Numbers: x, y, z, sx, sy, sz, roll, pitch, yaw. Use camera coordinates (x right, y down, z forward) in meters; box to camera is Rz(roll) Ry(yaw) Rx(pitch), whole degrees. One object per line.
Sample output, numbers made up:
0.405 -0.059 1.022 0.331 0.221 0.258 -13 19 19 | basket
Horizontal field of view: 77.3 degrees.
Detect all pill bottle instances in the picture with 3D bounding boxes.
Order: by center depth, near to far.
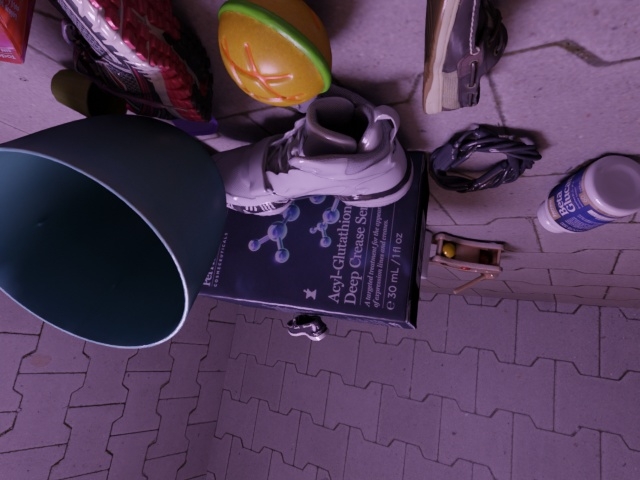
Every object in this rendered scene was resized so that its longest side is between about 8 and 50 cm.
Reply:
0.439 -0.065 0.665 0.094 0.094 0.169 8 167 2 | pill bottle

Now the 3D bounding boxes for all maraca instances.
-0.050 -0.194 0.425 0.127 0.099 0.186 33 -179 -17 | maraca

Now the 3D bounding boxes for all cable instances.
0.260 -0.125 0.654 0.151 0.047 0.184 4 165 -3 | cable

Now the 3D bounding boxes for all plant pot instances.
-0.266 -0.038 0.556 0.293 0.235 0.292 8 127 10 | plant pot
-0.342 -0.215 0.587 0.079 0.083 0.083 19 169 11 | plant pot

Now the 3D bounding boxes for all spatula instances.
-0.242 -0.229 0.541 0.084 0.030 0.296 3 166 20 | spatula

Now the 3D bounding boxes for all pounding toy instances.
0.438 0.080 1.169 0.270 0.154 0.154 13 171 -20 | pounding toy

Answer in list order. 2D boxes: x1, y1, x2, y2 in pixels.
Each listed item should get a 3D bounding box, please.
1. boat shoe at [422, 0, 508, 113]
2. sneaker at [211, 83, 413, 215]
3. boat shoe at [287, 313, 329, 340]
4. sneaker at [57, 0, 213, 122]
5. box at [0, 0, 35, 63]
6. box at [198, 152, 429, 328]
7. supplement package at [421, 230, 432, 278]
0.136 -0.189 0.375 0.074 0.080 0.223 0 171 12 | boat shoe
-0.046 -0.134 0.611 0.366 0.137 0.210 0 165 13 | sneaker
-0.030 0.156 0.748 0.046 0.038 0.125 -32 -167 -26 | boat shoe
-0.202 -0.202 0.398 0.112 0.120 0.299 -2 167 3 | sneaker
-0.366 -0.238 0.283 0.257 0.128 0.123 4 166 -16 | box
0.000 0.000 0.795 0.396 0.293 0.212 4 166 18 | box
0.178 0.014 1.088 0.134 0.138 0.244 -2 164 45 | supplement package
